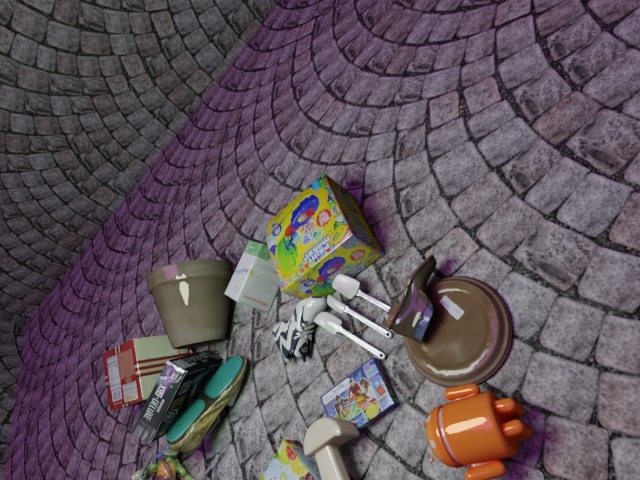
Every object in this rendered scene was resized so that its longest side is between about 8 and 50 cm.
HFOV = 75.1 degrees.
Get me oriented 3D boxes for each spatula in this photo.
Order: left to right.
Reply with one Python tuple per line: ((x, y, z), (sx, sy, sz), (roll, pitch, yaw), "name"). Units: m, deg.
((0.109, 0.212, 1.181), (0.242, 0.019, 0.168), (26, 83, 32), "spatula")

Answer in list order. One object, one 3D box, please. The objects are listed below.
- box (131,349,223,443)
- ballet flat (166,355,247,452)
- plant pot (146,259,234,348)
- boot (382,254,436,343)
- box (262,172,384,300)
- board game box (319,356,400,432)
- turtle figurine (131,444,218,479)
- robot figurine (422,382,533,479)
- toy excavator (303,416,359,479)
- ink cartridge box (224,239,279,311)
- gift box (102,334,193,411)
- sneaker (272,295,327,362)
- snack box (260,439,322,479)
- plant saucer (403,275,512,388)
((-0.467, 0.508, 1.401), (0.076, 0.307, 0.243), (25, 85, 11), "box")
((-0.355, 0.547, 1.392), (0.123, 0.123, 0.348), (14, 54, 45), "ballet flat")
((-0.470, 0.250, 1.566), (0.323, 0.323, 0.281), (-22, 72, 33), "plant pot")
((0.258, 0.149, 1.047), (0.106, 0.082, 0.219), (32, 87, 25), "boot")
((0.000, 0.000, 1.328), (0.290, 0.177, 0.279), (-40, 48, 20), "box")
((0.099, 0.426, 1.110), (0.201, 0.035, 0.136), (-42, 47, 18), "board game box")
((-0.505, 0.811, 1.343), (0.274, 0.197, 0.267), (-14, 63, 42), "turtle figurine")
((0.314, 0.394, 0.863), (0.219, 0.128, 0.158), (-30, 82, 28), "robot figurine")
((0.133, 0.597, 0.861), (0.445, 0.222, 0.433), (-21, 55, 37), "toy excavator")
((-0.219, 0.127, 1.474), (0.093, 0.154, 0.213), (14, 78, 45), "ink cartridge box")
((-0.645, 0.515, 1.595), (0.255, 0.258, 0.277), (-21, 75, 31), "gift box")
((-0.048, 0.287, 1.279), (0.235, 0.094, 0.153), (-39, 50, 19), "sneaker")
((-0.065, 0.672, 1.104), (0.207, 0.070, 0.175), (31, 90, 48), "snack box")
((0.319, 0.215, 1.019), (0.277, 0.041, 0.278), (-22, 54, 34), "plant saucer")
